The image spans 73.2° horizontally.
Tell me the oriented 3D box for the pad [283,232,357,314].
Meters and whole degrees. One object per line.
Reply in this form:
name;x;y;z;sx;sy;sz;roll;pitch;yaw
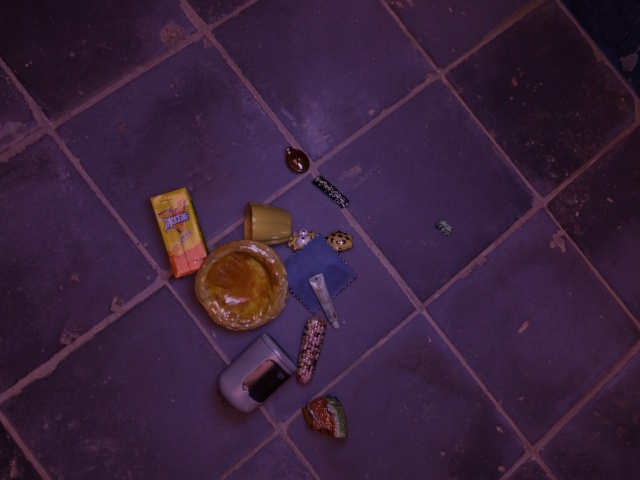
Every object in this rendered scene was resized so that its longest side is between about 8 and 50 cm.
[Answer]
pad;-0.018;0.145;1.847;0.269;0.012;0.269;-40;103;1

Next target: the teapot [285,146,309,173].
teapot;-0.104;-0.358;1.916;0.098;0.078;0.129;-38;88;-10

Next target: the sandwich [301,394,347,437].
sandwich;0.024;0.742;1.778;0.159;0.109;0.185;-19;85;-11

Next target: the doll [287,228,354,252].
doll;0.000;-0.001;1.882;0.291;0.086;0.117;2;47;-6

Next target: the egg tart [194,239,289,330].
egg tart;-0.311;0.174;1.752;0.387;0.169;0.388;-2;103;-7

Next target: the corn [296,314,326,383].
corn;-0.041;0.456;1.821;0.092;0.092;0.281;13;86;-5

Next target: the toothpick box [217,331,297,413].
toothpick box;-0.275;0.539;1.725;0.316;0.229;0.229;-42;89;-8

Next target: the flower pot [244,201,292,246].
flower pot;-0.220;-0.061;1.819;0.179;0.195;0.195;2;82;-19

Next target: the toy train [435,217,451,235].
toy train;0.570;-0.060;1.986;0.083;0.033;0.053;39;76;-1

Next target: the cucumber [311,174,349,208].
cucumber;0.047;-0.219;1.928;0.187;0.058;0.058;40;80;-1

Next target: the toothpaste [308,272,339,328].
toothpaste;0.025;0.264;1.849;0.067;0.037;0.255;-23;99;2

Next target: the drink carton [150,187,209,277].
drink carton;-0.575;-0.028;1.801;0.154;0.111;0.351;-19;84;-10
